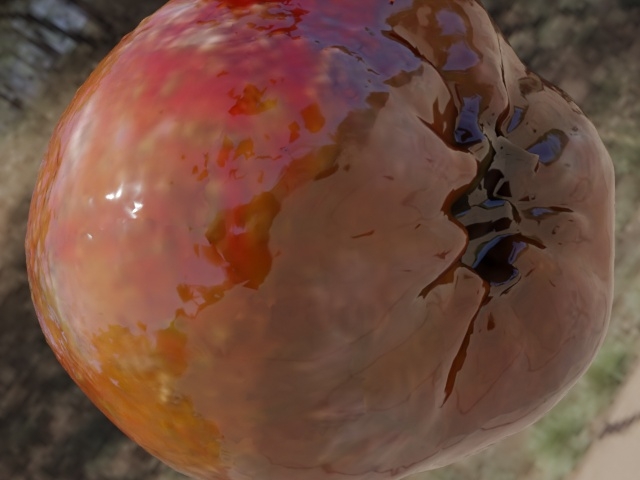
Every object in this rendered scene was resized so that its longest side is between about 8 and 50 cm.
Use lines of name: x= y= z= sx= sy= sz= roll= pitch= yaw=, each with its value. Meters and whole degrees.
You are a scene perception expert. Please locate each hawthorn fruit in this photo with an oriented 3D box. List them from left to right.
hawthorn fruit: x=0.000 y=0.000 z=0.786 sx=0.284 sy=0.284 sz=0.284 roll=-56 pitch=1 yaw=1
